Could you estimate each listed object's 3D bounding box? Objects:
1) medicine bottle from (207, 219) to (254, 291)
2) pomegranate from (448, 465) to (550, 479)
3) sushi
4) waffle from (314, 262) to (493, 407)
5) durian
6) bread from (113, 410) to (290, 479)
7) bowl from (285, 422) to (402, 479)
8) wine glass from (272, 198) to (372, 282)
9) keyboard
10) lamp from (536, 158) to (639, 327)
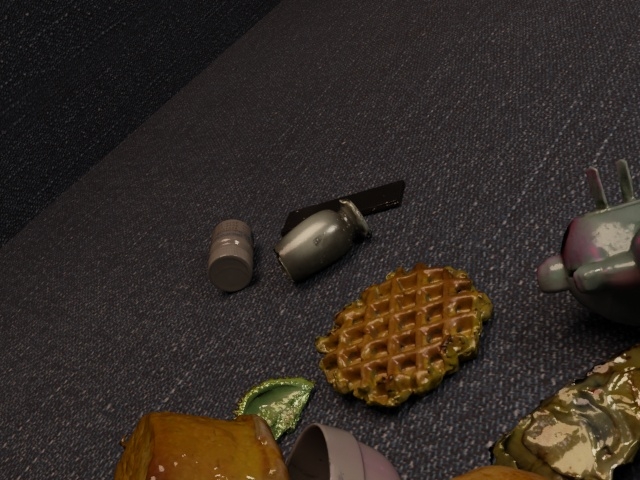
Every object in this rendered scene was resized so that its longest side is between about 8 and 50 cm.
[{"bbox_3d":[-0.206,0.032,1.827,0.105,0.105,0.168,-24,29,11],"label":"medicine bottle"},{"bbox_3d":[0.201,0.349,0.857,0.207,0.207,0.207,-22,30,14],"label":"pomegranate"},{"bbox_3d":[0.355,0.242,0.988,0.291,0.131,0.139,-28,51,-10],"label":"sushi"},{"bbox_3d":[0.145,0.152,1.361,0.325,0.068,0.302,-42,31,-18],"label":"waffle"},{"bbox_3d":[-0.096,0.304,1.339,0.100,0.086,0.215,14,47,33],"label":"durian"},{"bbox_3d":[-0.164,0.401,0.978,0.398,0.215,0.398,-162,90,-74],"label":"bread"},{"bbox_3d":[0.029,0.379,0.965,0.287,0.144,0.286,-164,90,-80],"label":"bowl"},{"bbox_3d":[0.000,0.000,1.681,0.204,0.111,0.111,-33,29,-8],"label":"wine glass"},{"bbox_3d":[0.049,-0.072,1.844,0.310,0.018,0.101,-15,31,25],"label":"keyboard"},{"bbox_3d":[0.461,0.002,1.099,0.247,0.247,0.301,-18,1,-17],"label":"lamp"}]
